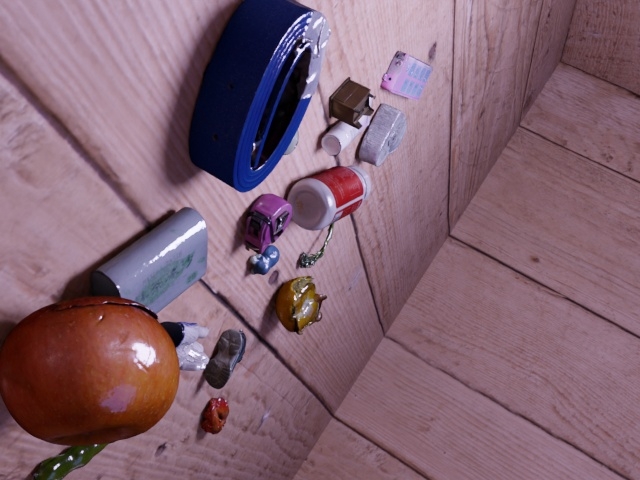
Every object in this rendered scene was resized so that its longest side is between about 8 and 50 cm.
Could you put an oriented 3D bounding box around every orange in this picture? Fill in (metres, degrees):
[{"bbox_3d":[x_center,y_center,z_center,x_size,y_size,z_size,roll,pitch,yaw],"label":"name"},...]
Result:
[{"bbox_3d":[-0.070,0.178,2.057,0.160,0.112,0.169,50,47,-59],"label":"orange"}]

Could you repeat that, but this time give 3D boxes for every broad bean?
[{"bbox_3d":[-0.478,0.425,1.480,0.053,0.052,0.256,-22,-178,28],"label":"broad bean"}]

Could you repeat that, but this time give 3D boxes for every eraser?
[{"bbox_3d":[-0.306,0.059,1.326,0.227,0.081,0.174,-42,155,-41],"label":"eraser"}]

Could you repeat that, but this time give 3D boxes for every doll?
[{"bbox_3d":[-0.136,0.051,1.801,0.083,0.051,0.076,-49,163,-33],"label":"doll"}]

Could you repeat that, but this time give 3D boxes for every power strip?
[{"bbox_3d":[0.245,-0.456,2.037,0.109,0.038,0.279,-65,161,15],"label":"power strip"}]

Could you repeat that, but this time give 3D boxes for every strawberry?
[{"bbox_3d":[-0.292,0.494,2.056,0.104,0.048,0.152,-56,164,-23],"label":"strawberry"}]

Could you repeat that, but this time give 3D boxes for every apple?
[{"bbox_3d":[-0.361,0.214,1.148,0.252,0.206,0.272,-29,150,14],"label":"apple"}]

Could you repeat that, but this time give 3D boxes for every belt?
[{"bbox_3d":[-0.108,-0.261,1.303,0.212,0.117,0.346,-17,134,-61],"label":"belt"}]

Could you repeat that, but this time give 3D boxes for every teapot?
[{"bbox_3d":[-0.026,0.219,2.275,0.129,0.078,0.098,-54,161,-18],"label":"teapot"}]

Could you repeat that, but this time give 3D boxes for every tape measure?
[{"bbox_3d":[-0.118,-0.042,1.664,0.118,0.074,0.125,-44,158,-40],"label":"tape measure"}]

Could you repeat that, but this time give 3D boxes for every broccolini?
[{"bbox_3d":[0.006,0.004,2.086,0.194,0.052,0.054,-55,164,-17],"label":"broccolini"}]

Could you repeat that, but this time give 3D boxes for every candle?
[{"bbox_3d":[0.181,-0.305,2.053,0.192,0.068,0.168,-47,157,-42],"label":"candle"}]

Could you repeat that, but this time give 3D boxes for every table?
[{"bbox_3d":[0.078,-0.324,1.736,0.083,0.082,0.070,-51,160,-27],"label":"table"}]

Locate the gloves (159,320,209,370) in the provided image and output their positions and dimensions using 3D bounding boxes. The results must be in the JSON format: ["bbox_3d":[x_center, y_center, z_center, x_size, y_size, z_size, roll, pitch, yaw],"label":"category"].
[{"bbox_3d":[-0.296,0.221,1.569,0.119,0.097,0.229,-51,155,-11],"label":"gloves"}]

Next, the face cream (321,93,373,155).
[{"bbox_3d":[0.078,-0.287,1.843,0.243,0.058,0.092,-48,154,-47],"label":"face cream"}]

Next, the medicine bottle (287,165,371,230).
[{"bbox_3d":[0.027,-0.114,1.841,0.250,0.131,0.131,-31,146,-56],"label":"medicine bottle"}]

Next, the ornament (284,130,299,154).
[{"bbox_3d":[-0.078,-0.244,1.479,0.081,0.074,0.156,-2,132,-17],"label":"ornament"}]

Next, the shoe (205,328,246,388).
[{"bbox_3d":[-0.234,0.303,1.893,0.169,0.071,0.099,-67,163,9],"label":"shoe"}]
